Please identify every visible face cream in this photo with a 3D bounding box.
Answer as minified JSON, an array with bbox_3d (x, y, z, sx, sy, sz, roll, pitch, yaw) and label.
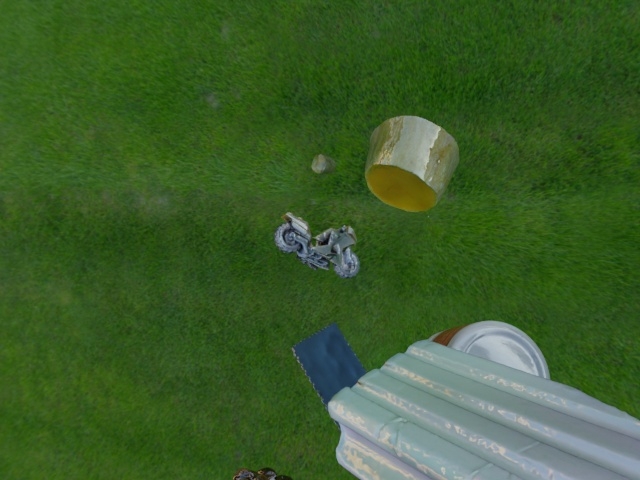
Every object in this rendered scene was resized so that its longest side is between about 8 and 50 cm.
[{"bbox_3d":[0.304,0.265,0.841,0.201,0.187,0.201,2,73,-7],"label":"face cream"}]

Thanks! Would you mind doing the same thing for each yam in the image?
[{"bbox_3d":[0.007,-0.262,1.480,0.070,0.146,0.069,2,96,18],"label":"yam"}]

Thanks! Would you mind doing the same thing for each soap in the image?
[{"bbox_3d":[0.198,0.239,0.491,0.347,0.208,0.115,7,112,50],"label":"soap"}]

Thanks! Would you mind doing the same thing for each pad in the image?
[{"bbox_3d":[0.052,0.384,1.258,0.012,0.269,0.269,-40,75,27],"label":"pad"}]

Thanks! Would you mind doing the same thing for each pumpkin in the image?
[{"bbox_3d":[0.300,-0.247,1.496,0.332,0.332,0.199,19,63,12],"label":"pumpkin"}]

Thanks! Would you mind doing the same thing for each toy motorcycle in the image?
[{"bbox_3d":[0.000,0.000,1.015,0.229,0.094,0.129,25,67,-23],"label":"toy motorcycle"}]

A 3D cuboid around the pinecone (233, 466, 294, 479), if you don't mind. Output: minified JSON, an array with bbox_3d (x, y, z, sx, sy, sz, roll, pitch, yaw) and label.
[{"bbox_3d":[-0.112,0.583,0.868,0.224,0.272,0.224,-18,47,21],"label":"pinecone"}]
